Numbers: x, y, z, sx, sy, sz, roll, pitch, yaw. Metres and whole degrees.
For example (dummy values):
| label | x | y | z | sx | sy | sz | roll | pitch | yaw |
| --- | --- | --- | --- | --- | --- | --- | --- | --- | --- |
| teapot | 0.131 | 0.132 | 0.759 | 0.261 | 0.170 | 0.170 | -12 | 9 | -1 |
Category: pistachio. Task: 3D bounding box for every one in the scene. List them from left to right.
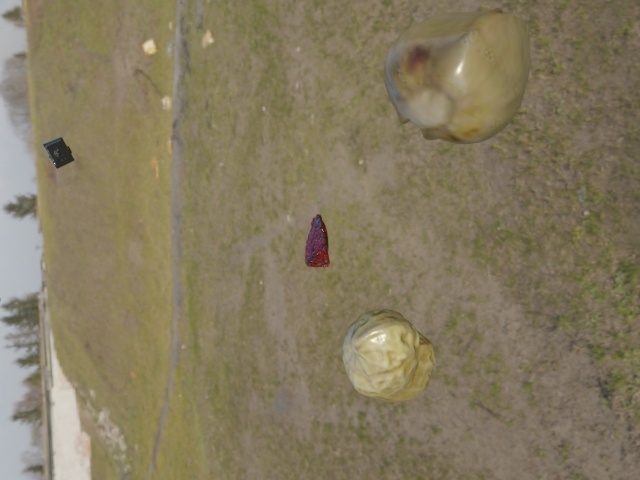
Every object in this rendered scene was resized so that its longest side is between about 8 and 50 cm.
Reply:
| label | x | y | z | sx | sy | sz | roll | pitch | yaw |
| --- | --- | --- | --- | --- | --- | --- | --- | --- | --- |
| pistachio | 0.137 | -0.163 | 0.585 | 0.129 | 0.206 | 0.131 | 43 | 128 | 2 |

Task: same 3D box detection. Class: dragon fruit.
| label | x | y | z | sx | sy | sz | roll | pitch | yaw |
| --- | --- | --- | --- | --- | --- | --- | --- | --- | --- |
| dragon fruit | 0.003 | 0.002 | 1.588 | 0.097 | 0.063 | 0.131 | -47 | 38 | 38 |

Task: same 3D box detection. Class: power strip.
| label | x | y | z | sx | sy | sz | roll | pitch | yaw |
| --- | --- | --- | --- | --- | --- | --- | --- | --- | --- |
| power strip | -0.355 | -0.119 | 0.838 | 0.037 | 0.029 | 0.111 | 65 | 163 | -17 |

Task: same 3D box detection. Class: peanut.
| label | x | y | z | sx | sy | sz | roll | pitch | yaw |
| --- | --- | --- | --- | --- | --- | --- | --- | --- | --- |
| peanut | 0.119 | 0.201 | 1.056 | 0.325 | 0.154 | 0.140 | 63 | -166 | -65 |
